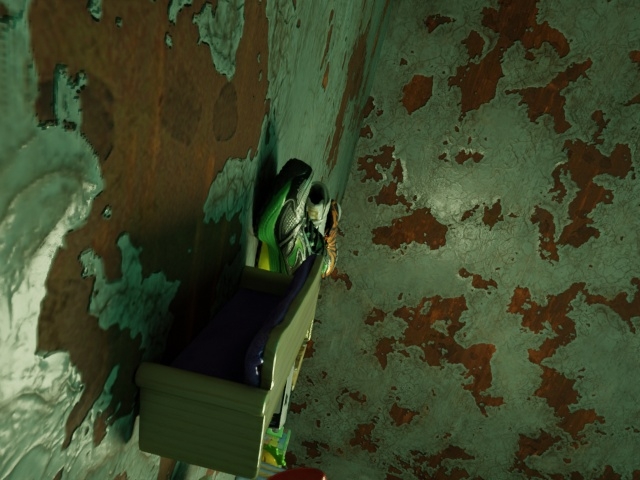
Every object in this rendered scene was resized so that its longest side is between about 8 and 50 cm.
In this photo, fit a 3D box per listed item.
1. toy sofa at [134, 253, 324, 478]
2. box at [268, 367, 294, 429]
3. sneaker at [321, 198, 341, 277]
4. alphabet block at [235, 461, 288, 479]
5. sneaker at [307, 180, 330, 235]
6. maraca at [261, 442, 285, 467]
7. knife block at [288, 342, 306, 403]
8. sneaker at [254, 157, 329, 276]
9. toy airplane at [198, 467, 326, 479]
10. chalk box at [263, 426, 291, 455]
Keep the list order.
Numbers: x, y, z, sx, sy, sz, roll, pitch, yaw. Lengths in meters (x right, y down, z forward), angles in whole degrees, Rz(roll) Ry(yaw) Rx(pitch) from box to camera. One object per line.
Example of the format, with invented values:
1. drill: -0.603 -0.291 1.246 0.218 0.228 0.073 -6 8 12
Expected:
1. toy sofa: -0.102 0.131 0.611 0.362 0.150 0.177 -58 158 -72
2. box: -0.129 0.395 1.247 0.169 0.087 0.290 89 10 -72
3. sneaker: 0.000 0.000 1.605 0.180 0.124 0.322 -38 133 -75
4. alphabet block: -0.226 0.941 1.505 0.193 0.192 0.197 63 41 -80
5. sneaker: -0.035 -0.029 1.167 0.169 0.108 0.293 95 2 -57
6. maraca: -0.209 0.864 1.659 0.185 0.127 0.099 -41 -179 38
7. knife block: -0.152 0.622 1.893 0.276 0.088 0.242 -65 170 -62
8. sneaker: -0.043 -0.015 0.829 0.344 0.146 0.134 99 9 -49
9. toy airplane: -0.187 0.589 0.743 0.384 0.272 0.386 11 107 -47
10. chalk box: -0.212 0.886 1.797 0.132 0.132 0.213 -60 164 -70
